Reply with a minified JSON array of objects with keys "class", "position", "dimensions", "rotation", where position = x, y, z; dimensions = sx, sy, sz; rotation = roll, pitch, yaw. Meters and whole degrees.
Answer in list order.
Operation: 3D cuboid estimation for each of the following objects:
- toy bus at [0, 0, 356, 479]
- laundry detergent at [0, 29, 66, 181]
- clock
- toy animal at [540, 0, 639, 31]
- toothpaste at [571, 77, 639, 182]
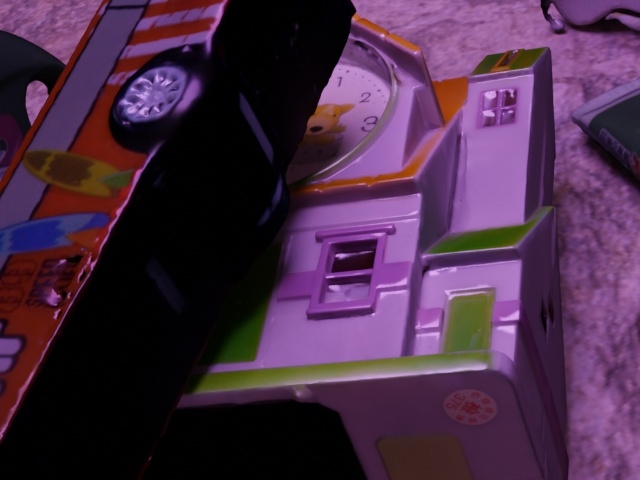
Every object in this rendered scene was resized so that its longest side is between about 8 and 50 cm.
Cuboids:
[{"class":"toy bus","position":[-0.098,0.038,0.625],"dimensions":[0.092,0.093,0.409],"rotation":[5,57,33]},{"class":"laundry detergent","position":[-0.186,-0.056,0.914],"dimensions":[0.137,0.211,0.063],"rotation":[-36,39,-24]},{"class":"clock","position":[0.000,0.000,0.790],"dimensions":[0.235,0.166,0.310],"rotation":[-6,41,17]},{"class":"toy animal","position":[0.266,-0.245,0.990],"dimensions":[0.249,0.174,0.289],"rotation":[5,44,28]},{"class":"toothpaste","position":[0.238,0.005,0.777],"dimensions":[0.098,0.061,0.392],"rotation":[-21,33,-3]}]
